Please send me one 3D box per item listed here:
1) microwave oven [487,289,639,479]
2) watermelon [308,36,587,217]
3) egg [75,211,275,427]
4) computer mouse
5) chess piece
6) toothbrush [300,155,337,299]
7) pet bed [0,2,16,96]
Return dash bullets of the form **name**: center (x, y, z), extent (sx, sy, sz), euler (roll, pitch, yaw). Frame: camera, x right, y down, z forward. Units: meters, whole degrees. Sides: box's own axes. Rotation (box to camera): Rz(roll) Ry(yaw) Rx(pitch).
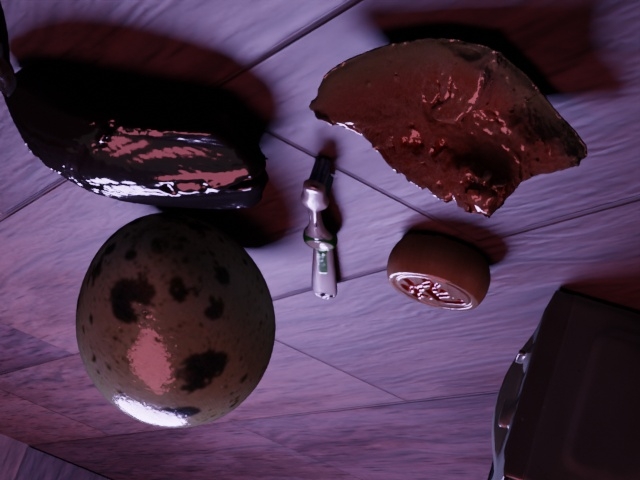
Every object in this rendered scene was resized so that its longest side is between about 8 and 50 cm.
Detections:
- **microwave oven**: center (0.258, 0.194, 1.271), extent (0.237, 0.181, 0.295), euler (18, 161, 8)
- **watermelon**: center (0.067, -0.080, 0.876), extent (0.155, 0.080, 0.101), euler (26, 158, 30)
- **egg**: center (-0.128, 0.065, 1.297), extent (0.177, 0.177, 0.228), euler (15, 147, 11)
- **computer mouse**: center (-0.141, -0.070, 1.086), extent (0.217, 0.074, 0.122), euler (11, 160, 18)
- **chess piece**: center (0.094, 0.025, 1.179), extent (0.083, 0.038, 0.084), euler (19, 161, 7)
- **toothbrush**: center (-0.001, 0.002, 1.217), extent (0.030, 0.030, 0.304), euler (17, 161, 7)
- **pet bed**: center (-0.273, -0.163, 0.854), extent (0.183, 0.159, 0.211), euler (41, 166, 17)
